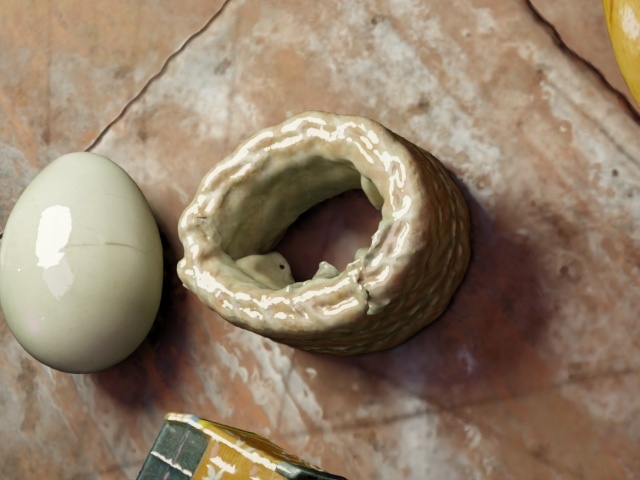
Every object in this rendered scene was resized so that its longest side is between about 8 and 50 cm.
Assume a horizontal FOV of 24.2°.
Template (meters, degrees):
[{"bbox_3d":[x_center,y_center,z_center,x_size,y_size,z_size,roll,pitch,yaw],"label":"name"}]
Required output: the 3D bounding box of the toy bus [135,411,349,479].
[{"bbox_3d":[-0.104,0.296,1.258,0.167,0.138,0.275,24,87,29],"label":"toy bus"}]

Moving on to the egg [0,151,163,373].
[{"bbox_3d":[-0.220,0.019,1.369,0.151,0.151,0.209,-11,72,23],"label":"egg"}]

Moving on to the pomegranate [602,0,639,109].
[{"bbox_3d":[0.392,-0.204,1.015,0.416,0.416,0.417,-6,75,24],"label":"pomegranate"}]

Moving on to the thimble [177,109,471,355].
[{"bbox_3d":[0.004,-0.006,1.272,0.229,0.148,0.196,2,78,24],"label":"thimble"}]
